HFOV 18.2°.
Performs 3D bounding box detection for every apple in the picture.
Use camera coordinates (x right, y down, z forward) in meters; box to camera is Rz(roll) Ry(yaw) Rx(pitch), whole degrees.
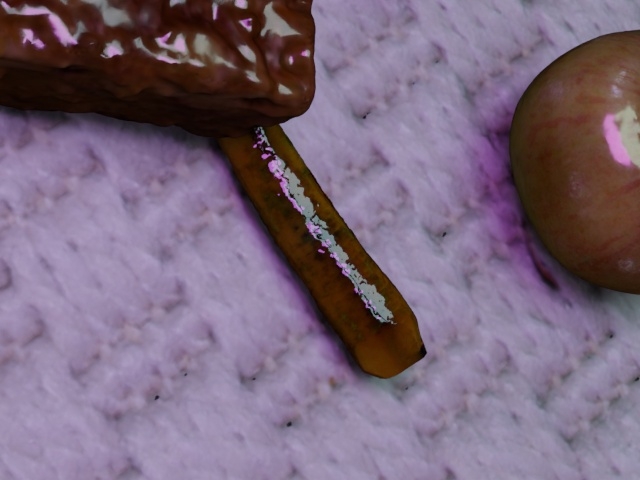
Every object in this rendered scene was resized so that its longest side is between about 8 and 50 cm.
[{"bbox_3d":[0.289,-0.069,1.820,0.260,0.194,0.261,10,72,-31],"label":"apple"}]

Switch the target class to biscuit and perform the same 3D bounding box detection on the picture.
[{"bbox_3d":[-0.193,-0.265,1.592,0.395,0.166,0.343,12,70,-27],"label":"biscuit"}]

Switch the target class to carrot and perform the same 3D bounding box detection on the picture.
[{"bbox_3d":[0.000,0.000,1.692,0.070,0.070,0.260,-35,93,-35],"label":"carrot"}]
